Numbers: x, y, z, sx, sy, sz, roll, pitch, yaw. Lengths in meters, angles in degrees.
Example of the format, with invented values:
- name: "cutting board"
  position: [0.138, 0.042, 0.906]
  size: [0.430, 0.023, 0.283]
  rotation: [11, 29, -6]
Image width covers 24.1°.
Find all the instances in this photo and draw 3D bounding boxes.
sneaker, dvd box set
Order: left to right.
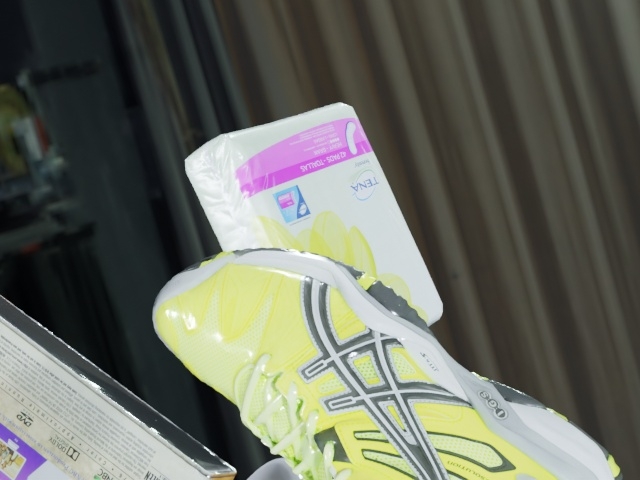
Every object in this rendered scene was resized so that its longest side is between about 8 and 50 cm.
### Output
- name: "dvd box set"
  position: [-0.294, 0.287, 1.252]
  size: [0.307, 0.420, 0.062]
  rotation: [32, 5, 24]
- name: "sneaker"
  position: [0.031, 0.134, 1.077]
  size: [0.384, 0.145, 0.147]
  rotation: [28, 42, 17]

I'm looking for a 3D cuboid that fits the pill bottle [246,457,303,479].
- name: "pill bottle"
  position: [0.048, 0.334, 1.443]
  size: [0.283, 0.161, 0.161]
  rotation: [28, -15, -23]

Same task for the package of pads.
- name: "package of pads"
  position: [0.000, 0.000, 1.739]
  size: [0.101, 0.296, 0.229]
  rotation: [-26, -3, 42]
